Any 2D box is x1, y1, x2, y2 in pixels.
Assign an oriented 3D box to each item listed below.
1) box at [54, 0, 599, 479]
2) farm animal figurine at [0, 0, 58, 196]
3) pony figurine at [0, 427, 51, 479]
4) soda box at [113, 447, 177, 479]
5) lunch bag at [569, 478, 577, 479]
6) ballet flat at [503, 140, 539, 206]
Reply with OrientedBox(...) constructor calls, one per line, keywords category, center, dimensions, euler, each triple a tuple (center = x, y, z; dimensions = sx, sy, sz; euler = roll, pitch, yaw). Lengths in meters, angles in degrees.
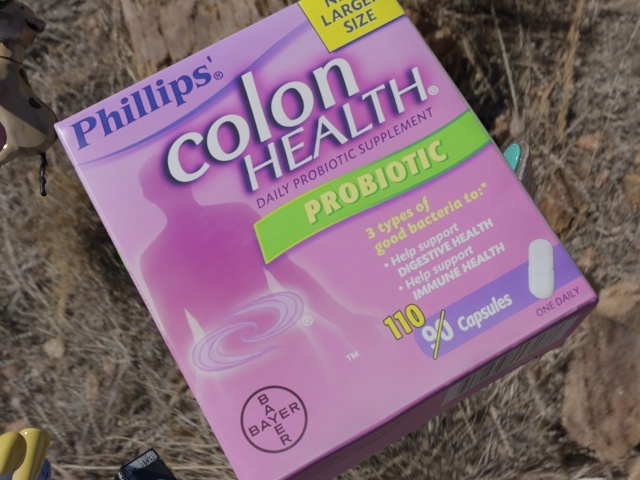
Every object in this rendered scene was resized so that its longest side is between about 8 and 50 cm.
OrientedBox(category="box", center=(0.000, 0.000, 0.612), dimensions=(0.213, 0.117, 0.243), euler=(-28, 73, -8))
OrientedBox(category="farm animal figurine", center=(-0.358, -0.243, 0.999), dimensions=(0.172, 0.330, 0.327), euler=(-33, 70, -14))
OrientedBox(category="pony figurine", center=(-0.397, 0.391, 1.157), dimensions=(0.303, 0.351, 0.363), euler=(4, 58, -4))
OrientedBox(category="soda box", center=(-0.187, 0.345, 1.276), dimensions=(0.053, 0.060, 0.169), euler=(-28, 71, -39))
OrientedBox(category="lunch bag", center=(0.377, 0.420, 1.584), dimensions=(0.067, 0.065, 0.098), euler=(49, 128, 18))
OrientedBox(category="ballet flat", center=(0.306, -0.021, 1.738), dimensions=(0.106, 0.107, 0.316), euler=(18, 119, -14))
